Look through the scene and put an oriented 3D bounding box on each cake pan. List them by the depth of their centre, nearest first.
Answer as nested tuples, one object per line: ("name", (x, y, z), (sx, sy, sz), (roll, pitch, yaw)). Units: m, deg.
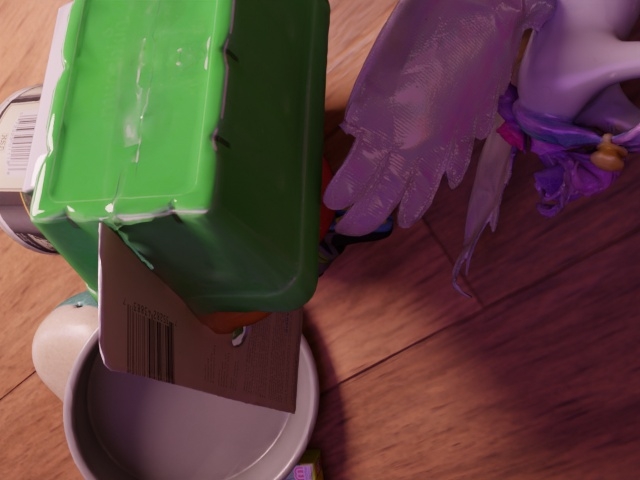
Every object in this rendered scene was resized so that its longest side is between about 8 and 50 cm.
("cake pan", (-0.148, 0.188, 0.772), (0.292, 0.054, 0.294), (-2, 97, -16))

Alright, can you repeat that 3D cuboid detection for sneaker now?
("sneaker", (0.000, 0.000, 0.727), (0.188, 0.067, 0.078), (-16, 120, 28))

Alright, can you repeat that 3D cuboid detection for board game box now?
("board game box", (-0.086, 0.330, 0.855), (0.181, 0.043, 0.092), (-6, 96, 12))

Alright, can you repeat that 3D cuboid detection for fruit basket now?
("fruit basket", (-0.068, -0.043, 0.504), (0.165, 0.353, 0.327), (0, 73, 8))

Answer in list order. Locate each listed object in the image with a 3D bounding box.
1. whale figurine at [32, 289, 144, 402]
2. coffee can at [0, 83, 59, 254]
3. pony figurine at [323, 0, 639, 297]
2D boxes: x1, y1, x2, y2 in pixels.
("whale figurine", (-0.267, 0.183, 0.885), (0.216, 0.141, 0.272), (-1, 123, 22))
("coffee can", (-0.190, -0.077, 0.694), (0.275, 0.201, 0.202), (3, 109, 30))
("pony figurine", (0.185, -0.132, 0.492), (0.363, 0.303, 0.351), (10, 80, 26))
